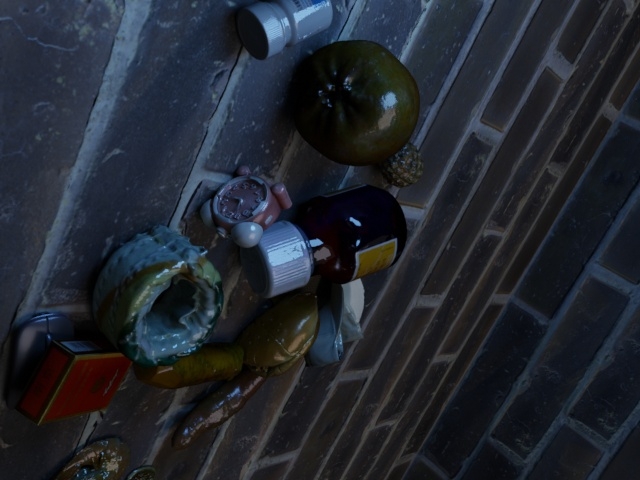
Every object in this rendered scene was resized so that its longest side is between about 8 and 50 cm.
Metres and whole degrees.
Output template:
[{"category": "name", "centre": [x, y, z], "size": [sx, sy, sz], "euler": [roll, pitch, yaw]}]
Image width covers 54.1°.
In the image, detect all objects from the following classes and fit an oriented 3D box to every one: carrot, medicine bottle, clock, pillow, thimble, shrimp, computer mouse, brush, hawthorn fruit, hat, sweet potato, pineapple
[{"category": "carrot", "centre": [-0.318, 0.306, 1.551], "size": [0.302, 0.114, 0.114], "euler": [12, 110, -56]}, {"category": "medicine bottle", "centre": [0.000, 0.000, 1.569], "size": [0.395, 0.242, 0.242], "euler": [-13, 130, -29]}, {"category": "clock", "centre": [-0.164, -0.064, 1.365], "size": [0.162, 0.166, 0.092], "euler": [-48, 147, -20]}, {"category": "medicine bottle", "centre": [-0.067, -0.427, 1.208], "size": [0.168, 0.105, 0.105], "euler": [-35, 142, -26]}, {"category": "pillow", "centre": [-0.031, 0.097, 1.778], "size": [0.135, 0.034, 0.211], "euler": [7, 112, -49]}, {"category": "thimble", "centre": [-0.334, 0.118, 1.312], "size": [0.254, 0.167, 0.288], "euler": [-12, 129, -46]}, {"category": "shrimp", "centre": [-0.579, 0.565, 1.508], "size": [0.267, 0.061, 0.145], "euler": [-16, 122, -39]}, {"category": "computer mouse", "centre": [-0.560, 0.250, 1.252], "size": [0.120, 0.057, 0.232], "euler": [-8, 125, -48]}, {"category": "brush", "centre": [-0.134, 0.141, 1.714], "size": [0.083, 0.011, 0.205], "euler": [-44, 146, -16]}, {"category": "hawthorn fruit", "centre": [0.092, -0.292, 1.396], "size": [0.301, 0.268, 0.267], "euler": [8, 113, -57]}, {"category": "hat", "centre": [0.025, 0.226, 1.888], "size": [0.258, 0.168, 0.301], "euler": [-19, 112, -71]}, {"category": "sweet potato", "centre": [-0.272, 0.455, 1.753], "size": [0.355, 0.095, 0.106], "euler": [-36, -173, -22]}, {"category": "pineapple", "centre": [0.189, -0.248, 1.672], "size": [0.128, 0.128, 0.248], "euler": [-49, 141, -7]}]

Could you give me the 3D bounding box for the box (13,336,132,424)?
[{"category": "box", "centre": [-0.487, 0.278, 1.273], "size": [0.153, 0.074, 0.240], "euler": [-65, 165, -1]}]

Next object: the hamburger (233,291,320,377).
[{"category": "hamburger", "centre": [-0.103, 0.262, 1.707], "size": [0.283, 0.156, 0.144], "euler": [-40, 130, -2]}]

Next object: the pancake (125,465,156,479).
[{"category": "pancake", "centre": [-0.502, 0.666, 1.726], "size": [0.108, 0.017, 0.108], "euler": [-27, 134, -32]}]
